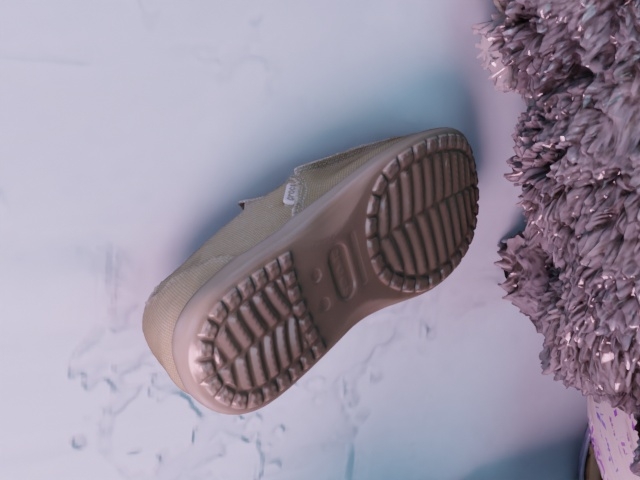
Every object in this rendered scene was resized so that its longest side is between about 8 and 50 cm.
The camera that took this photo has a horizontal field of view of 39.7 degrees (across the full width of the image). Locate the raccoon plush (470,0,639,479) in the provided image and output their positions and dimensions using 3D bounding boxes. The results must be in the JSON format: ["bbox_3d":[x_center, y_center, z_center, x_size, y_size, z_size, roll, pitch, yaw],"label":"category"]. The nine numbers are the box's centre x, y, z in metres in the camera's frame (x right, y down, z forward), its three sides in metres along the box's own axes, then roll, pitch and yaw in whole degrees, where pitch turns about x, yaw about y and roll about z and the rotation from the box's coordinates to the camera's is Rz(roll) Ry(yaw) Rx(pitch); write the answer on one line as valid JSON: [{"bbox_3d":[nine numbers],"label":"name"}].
[{"bbox_3d":[0.212,-0.042,0.477,0.216,0.446,0.299,-20,116,1],"label":"raccoon plush"}]

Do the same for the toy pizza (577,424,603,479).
[{"bbox_3d":[0.312,0.181,0.798,0.201,0.032,0.201,-11,112,-30],"label":"toy pizza"}]

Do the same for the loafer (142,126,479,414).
[{"bbox_3d":[0.000,0.000,0.525,0.268,0.092,0.102,-30,120,-41],"label":"loafer"}]

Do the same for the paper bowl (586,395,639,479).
[{"bbox_3d":[0.347,0.148,0.645,0.284,0.148,0.284,22,46,-25],"label":"paper bowl"}]
